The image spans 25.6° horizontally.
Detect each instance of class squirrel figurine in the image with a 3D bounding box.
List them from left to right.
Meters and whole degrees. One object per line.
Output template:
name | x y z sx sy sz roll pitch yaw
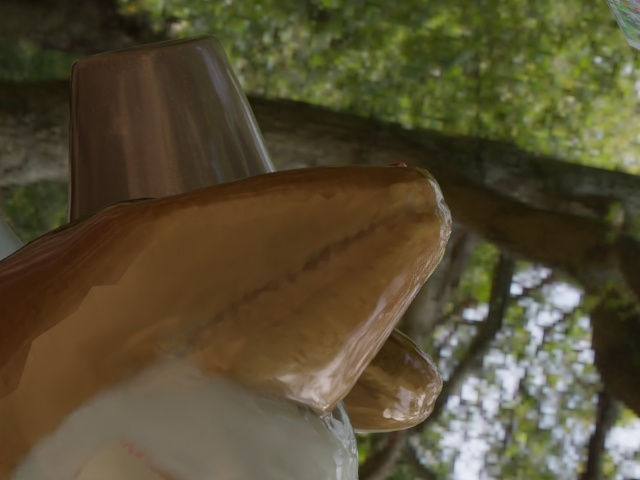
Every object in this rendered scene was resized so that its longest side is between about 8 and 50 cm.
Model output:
squirrel figurine | -0.131 0.117 0.748 0.370 0.396 0.281 -171 -104 -85

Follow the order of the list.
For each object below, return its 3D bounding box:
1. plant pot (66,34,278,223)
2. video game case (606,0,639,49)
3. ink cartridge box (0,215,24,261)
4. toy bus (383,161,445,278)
plant pot | -0.153 -0.081 1.410 0.263 0.263 0.229 -153 -128 -72
video game case | 0.401 -0.218 1.516 0.023 0.193 0.212 -61 155 -1
ink cartridge box | -0.373 0.037 1.239 0.307 0.129 0.223 57 20 -34
toy bus | 0.046 0.009 1.661 0.104 0.191 0.202 60 4 -24
